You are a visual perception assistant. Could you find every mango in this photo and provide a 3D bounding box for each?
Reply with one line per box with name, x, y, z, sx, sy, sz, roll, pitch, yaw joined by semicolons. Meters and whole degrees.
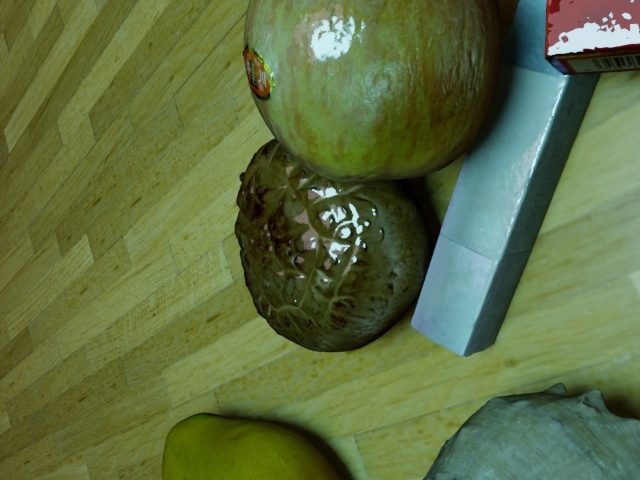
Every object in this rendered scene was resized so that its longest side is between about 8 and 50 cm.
mango;-0.097;0.325;0.772;0.317;0.172;0.212;9;99;49

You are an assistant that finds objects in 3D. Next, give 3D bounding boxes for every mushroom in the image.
mushroom;0.000;0.000;0.659;0.253;0.153;0.253;18;113;53

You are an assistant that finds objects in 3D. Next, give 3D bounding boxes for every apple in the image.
apple;0.042;-0.148;0.500;0.211;0.211;0.188;29;135;38

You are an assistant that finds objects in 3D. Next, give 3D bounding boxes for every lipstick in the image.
lipstick;0.167;-0.051;0.552;0.068;0.066;0.318;29;113;36

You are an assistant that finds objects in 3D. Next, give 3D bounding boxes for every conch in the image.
conch;0.164;0.255;0.504;0.324;0.186;0.263;-15;96;17

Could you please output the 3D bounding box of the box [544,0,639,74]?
box;0.300;-0.212;0.354;0.313;0.089;0.198;3;95;30
